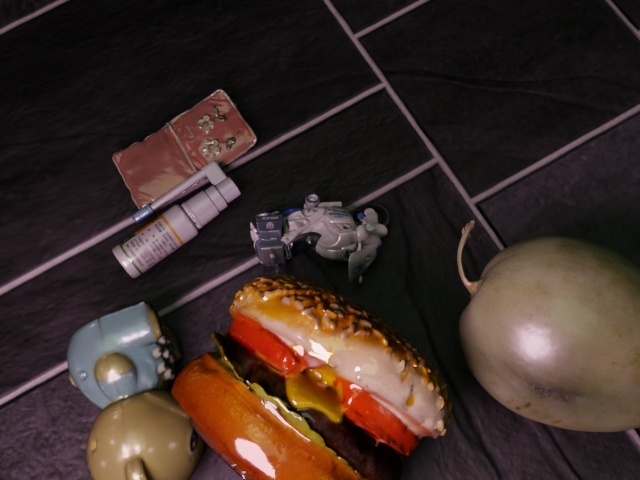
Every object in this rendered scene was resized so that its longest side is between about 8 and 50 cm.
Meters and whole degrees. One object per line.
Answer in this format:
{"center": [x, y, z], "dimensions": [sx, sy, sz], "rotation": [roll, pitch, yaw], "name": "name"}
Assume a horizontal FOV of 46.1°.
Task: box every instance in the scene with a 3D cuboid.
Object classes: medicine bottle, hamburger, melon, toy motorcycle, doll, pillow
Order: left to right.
{"center": [-0.258, 0.239, 1.056], "dimensions": [0.162, 0.177, 0.260], "rotation": [-20, 67, -7], "name": "doll"}
{"center": [-0.236, -0.037, 1.214], "dimensions": [0.221, 0.061, 0.092], "rotation": [-36, 76, -9], "name": "medicine bottle"}
{"center": [-0.228, -0.150, 1.267], "dimensions": [0.233, 0.043, 0.126], "rotation": [-33, 73, -7], "name": "pillow"}
{"center": [-0.008, 0.198, 0.971], "dimensions": [0.330, 0.330, 0.250], "rotation": [38, 81, 17], "name": "hamburger"}
{"center": [0.000, 0.000, 1.166], "dimensions": [0.221, 0.102, 0.150], "rotation": [-3, 49, 1], "name": "toy motorcycle"}
{"center": [0.332, 0.124, 1.000], "dimensions": [0.308, 0.272, 0.271], "rotation": [4, 70, 16], "name": "melon"}
